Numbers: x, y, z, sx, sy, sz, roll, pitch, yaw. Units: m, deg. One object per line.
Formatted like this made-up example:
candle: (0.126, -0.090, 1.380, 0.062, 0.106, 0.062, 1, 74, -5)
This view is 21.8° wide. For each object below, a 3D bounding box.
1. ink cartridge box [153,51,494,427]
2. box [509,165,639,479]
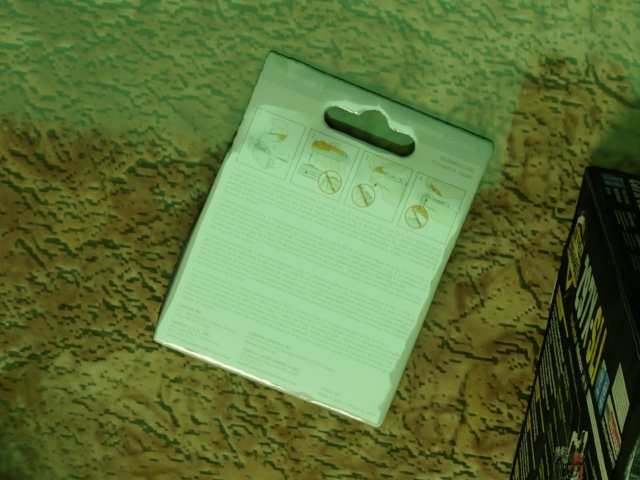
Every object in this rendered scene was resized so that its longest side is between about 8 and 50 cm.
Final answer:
ink cartridge box: (0.000, 0.000, 0.963, 0.145, 0.045, 0.179, 22, 90, -4)
box: (0.152, 0.131, 0.842, 0.079, 0.322, 0.257, 12, 109, 0)
